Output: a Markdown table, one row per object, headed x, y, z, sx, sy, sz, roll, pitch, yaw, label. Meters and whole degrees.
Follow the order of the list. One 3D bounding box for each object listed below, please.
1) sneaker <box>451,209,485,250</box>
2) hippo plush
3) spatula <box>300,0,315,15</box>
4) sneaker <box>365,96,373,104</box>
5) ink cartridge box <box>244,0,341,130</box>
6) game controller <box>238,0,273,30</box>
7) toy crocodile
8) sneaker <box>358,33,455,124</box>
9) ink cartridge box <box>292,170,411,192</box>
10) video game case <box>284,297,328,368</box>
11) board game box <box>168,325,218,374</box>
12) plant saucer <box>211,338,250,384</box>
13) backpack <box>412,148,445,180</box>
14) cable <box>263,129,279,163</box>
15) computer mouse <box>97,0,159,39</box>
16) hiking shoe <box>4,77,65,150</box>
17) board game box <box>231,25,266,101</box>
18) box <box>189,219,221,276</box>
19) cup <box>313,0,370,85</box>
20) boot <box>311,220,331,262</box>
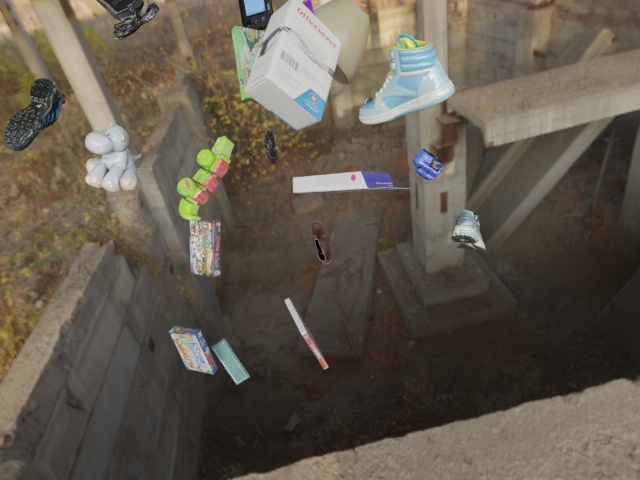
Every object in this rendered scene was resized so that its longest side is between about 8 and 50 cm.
| x | y | z | sx | sy | sz | roll | pitch | yaw | label |
| --- | --- | --- | --- | --- | --- | --- | --- | --- | --- |
| 0.575 | -0.036 | 1.604 | 0.109 | 0.283 | 0.122 | 9 | 80 | 26 | sneaker |
| -0.887 | -0.368 | 1.840 | 0.294 | 0.237 | 0.234 | -25 | 57 | -35 | hippo plush |
| -0.094 | -0.883 | 1.474 | 0.030 | 0.296 | 0.084 | 31 | 75 | 41 | spatula |
| 0.173 | -0.446 | 1.435 | 0.031 | 0.084 | 0.035 | -19 | 39 | -21 | sneaker |
| -0.078 | -0.545 | 1.321 | 0.128 | 0.223 | 0.308 | -7 | 62 | 47 | ink cartridge box |
| -0.308 | -1.144 | 1.956 | 0.166 | 0.320 | 0.067 | -3 | 13 | 29 | game controller |
| -0.423 | -0.231 | 1.571 | 0.105 | 0.115 | 0.341 | 27 | 81 | 25 | toy crocodile |
| 0.218 | -0.474 | 1.235 | 0.318 | 0.208 | 0.127 | -7 | 29 | 43 | sneaker |
| 0.098 | -0.192 | 1.413 | 0.370 | 0.069 | 0.175 | 5 | 8 | 39 | ink cartridge box |
| -0.058 | 0.392 | 1.769 | 0.025 | 0.285 | 0.204 | -30 | 43 | -5 | video game case |
| -0.487 | 0.422 | 1.617 | 0.136 | 0.202 | 0.035 | 1 | 32 | 26 | board game box |
| -0.369 | 0.498 | 1.719 | 0.067 | 0.192 | 0.018 | -33 | 4 | 5 | plant saucer |
| 0.432 | -0.310 | 1.716 | 0.101 | 0.120 | 0.098 | -51 | 4 | 8 | backpack |
| -0.215 | -0.421 | 1.880 | 0.047 | 0.151 | 0.184 | -3 | 2 | 5 | cable |
| -0.714 | -0.840 | 1.501 | 0.188 | 0.072 | 0.272 | -42 | 82 | -8 | computer mouse |
| -1.079 | -0.464 | 1.621 | 0.113 | 0.132 | 0.304 | 21 | 76 | 6 | hiking shoe |
| -0.275 | -0.786 | 1.901 | 0.213 | 0.318 | 0.046 | -8 | 1 | -36 | board game box |
| -0.488 | 0.029 | 1.783 | 0.159 | 0.234 | 0.044 | 5 | 7 | 37 | box |
| 0.068 | -0.853 | 1.754 | 0.237 | 0.331 | 0.331 | -51 | 36 | 6 | cup |
| 0.000 | 0.000 | 2.204 | 0.090 | 0.249 | 0.207 | -19 | -9 | 5 | boot |
